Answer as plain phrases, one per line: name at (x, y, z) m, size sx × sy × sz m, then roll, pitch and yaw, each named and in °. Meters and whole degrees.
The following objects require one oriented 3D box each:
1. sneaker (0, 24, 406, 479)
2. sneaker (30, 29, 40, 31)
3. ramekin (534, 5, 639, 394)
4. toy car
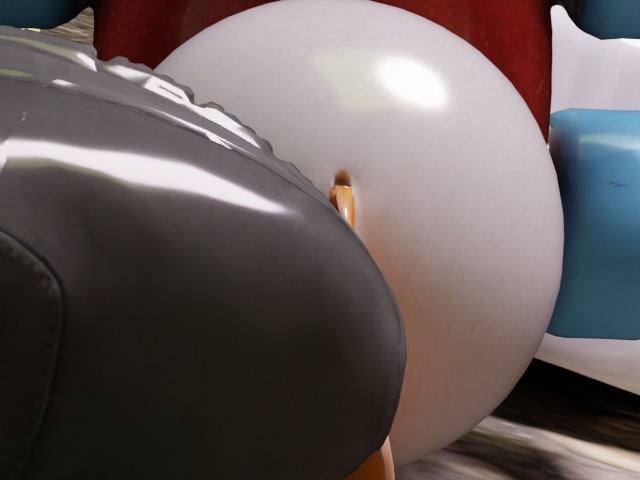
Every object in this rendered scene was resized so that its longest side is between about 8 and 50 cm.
sneaker at (-0.121, 0.020, 0.309) m, size 0.286 × 0.109 × 0.130 m, roll 5°, pitch 19°, yaw -15°
sneaker at (-0.195, -0.093, 0.686) m, size 0.240 × 0.091 × 0.126 m, roll 7°, pitch -44°, yaw 39°
ramekin at (0.101, -0.027, 0.787) m, size 0.273 × 0.127 × 0.273 m, roll 21°, pitch 4°, yaw -2°
toy car at (0.000, 0.000, 0.498) m, size 0.219 × 0.210 × 0.238 m, roll 2°, pitch 37°, yaw -1°
